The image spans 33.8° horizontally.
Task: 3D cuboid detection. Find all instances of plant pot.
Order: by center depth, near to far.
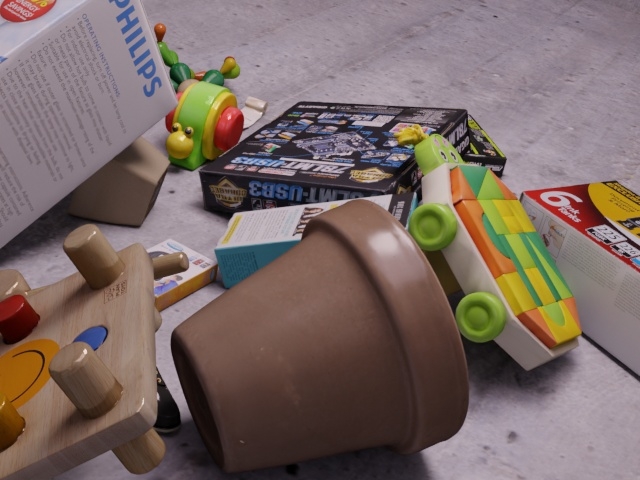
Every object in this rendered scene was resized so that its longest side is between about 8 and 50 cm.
[{"bbox_3d":[-0.018,0.116,1.038,0.229,0.263,0.263,-20,39,-17],"label":"plant pot"},{"bbox_3d":[-0.263,-0.082,1.410,0.096,0.109,0.109,24,28,-3],"label":"plant pot"}]

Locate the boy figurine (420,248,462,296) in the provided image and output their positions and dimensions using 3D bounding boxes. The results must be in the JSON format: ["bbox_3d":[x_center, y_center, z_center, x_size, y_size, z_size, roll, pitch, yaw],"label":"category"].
[{"bbox_3d":[0.130,0.034,1.366,0.177,0.092,0.285,8,29,2],"label":"boy figurine"}]

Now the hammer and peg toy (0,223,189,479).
[{"bbox_3d":[-0.259,0.093,0.947,0.265,0.127,0.361,-26,31,7],"label":"hammer and peg toy"}]

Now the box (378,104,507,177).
[{"bbox_3d":[0.204,-0.173,1.824,0.184,0.045,0.191,5,28,-18],"label":"box"}]

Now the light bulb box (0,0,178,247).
[{"bbox_3d":[-0.439,-0.207,1.291,0.357,0.225,0.361,32,63,31],"label":"light bulb box"}]

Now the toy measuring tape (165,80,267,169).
[{"bbox_3d":[-0.155,-0.209,1.668,0.121,0.121,0.330,20,29,13],"label":"toy measuring tape"}]

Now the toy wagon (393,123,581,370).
[{"bbox_3d":[0.201,-0.006,1.306,0.267,0.068,0.345,-4,64,-60],"label":"toy wagon"}]

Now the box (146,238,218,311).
[{"bbox_3d":[-0.189,0.039,1.295,0.081,0.028,0.136,26,33,23],"label":"box"}]

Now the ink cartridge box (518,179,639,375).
[{"bbox_3d":[0.453,0.044,1.443,0.271,0.130,0.309,-8,34,-35],"label":"ink cartridge box"}]

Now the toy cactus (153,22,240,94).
[{"bbox_3d":[-0.225,-0.280,1.798,0.218,0.112,0.181,5,38,-32],"label":"toy cactus"}]

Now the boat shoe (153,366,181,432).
[{"bbox_3d":[-0.187,0.148,1.086,0.048,0.042,0.133,-11,38,-40],"label":"boat shoe"}]

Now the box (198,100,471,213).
[{"bbox_3d":[0.027,-0.116,1.511,0.295,0.073,0.293,7,31,28],"label":"box"}]

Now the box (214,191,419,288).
[{"bbox_3d":[0.000,0.000,1.310,0.244,0.060,0.100,-6,27,16],"label":"box"}]
